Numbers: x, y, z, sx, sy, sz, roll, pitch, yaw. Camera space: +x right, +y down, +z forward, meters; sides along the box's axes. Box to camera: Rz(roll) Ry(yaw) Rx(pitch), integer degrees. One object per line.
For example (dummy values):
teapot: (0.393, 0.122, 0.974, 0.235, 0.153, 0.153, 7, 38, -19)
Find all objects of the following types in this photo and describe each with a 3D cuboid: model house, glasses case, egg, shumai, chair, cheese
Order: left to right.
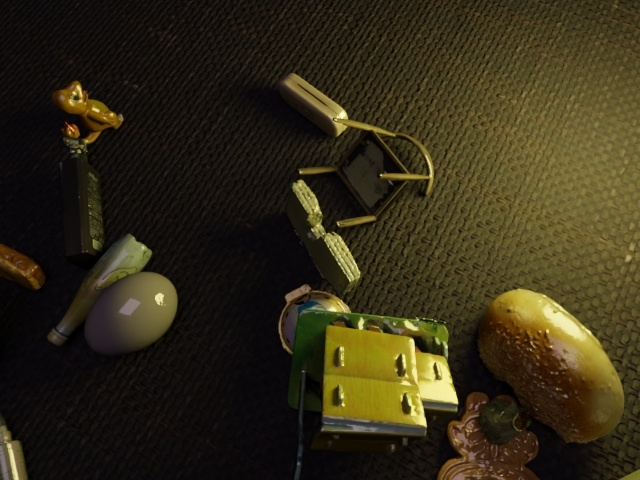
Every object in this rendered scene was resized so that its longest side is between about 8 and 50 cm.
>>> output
egg: (-0.383, 0.150, 1.013, 0.198, 0.146, 0.146, -36, 73, -11)
glasses case: (-0.018, -0.328, 1.210, 0.196, 0.083, 0.050, 39, 77, 16)
cheese: (0.008, 0.209, 1.022, 0.156, 0.064, 0.250, -27, 83, -7)
chair: (0.113, -0.150, 1.108, 0.272, 0.166, 0.188, -13, 61, -49)
model house: (0.091, 0.312, 0.836, 0.300, 0.323, 0.341, 7, 91, -3)
shumai: (0.337, 0.330, 0.914, 0.082, 0.080, 0.083, 23, 68, 13)

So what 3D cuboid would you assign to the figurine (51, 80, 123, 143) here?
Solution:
figurine: (-0.566, -0.293, 1.174, 0.121, 0.176, 0.122, 33, 86, 15)

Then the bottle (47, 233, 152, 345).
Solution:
bottle: (-0.474, 0.108, 1.068, 0.083, 0.083, 0.270, 34, 78, 13)

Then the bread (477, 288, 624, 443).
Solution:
bread: (0.430, 0.232, 0.929, 0.171, 0.192, 0.314, -30, 72, -10)

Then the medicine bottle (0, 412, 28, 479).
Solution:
medicine bottle: (-0.605, 0.432, 0.966, 0.057, 0.058, 0.199, -21, 71, -6)

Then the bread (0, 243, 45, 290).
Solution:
bread: (-0.669, 0.059, 1.098, 0.132, 0.074, 0.053, 26, 54, 10)

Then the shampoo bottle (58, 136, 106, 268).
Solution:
shampoo bottle: (-0.541, -0.095, 1.136, 0.071, 0.098, 0.310, -14, 70, 2)

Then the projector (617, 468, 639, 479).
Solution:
projector: (0.574, 0.435, 0.807, 0.193, 0.269, 0.088, -22, 70, -5)

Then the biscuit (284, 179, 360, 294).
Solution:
biscuit: (0.000, 0.000, 1.053, 0.046, 0.147, 0.250, -25, 71, -18)

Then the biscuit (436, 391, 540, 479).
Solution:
biscuit: (0.323, 0.435, 0.941, 0.201, 0.044, 0.289, 11, 73, 6)
